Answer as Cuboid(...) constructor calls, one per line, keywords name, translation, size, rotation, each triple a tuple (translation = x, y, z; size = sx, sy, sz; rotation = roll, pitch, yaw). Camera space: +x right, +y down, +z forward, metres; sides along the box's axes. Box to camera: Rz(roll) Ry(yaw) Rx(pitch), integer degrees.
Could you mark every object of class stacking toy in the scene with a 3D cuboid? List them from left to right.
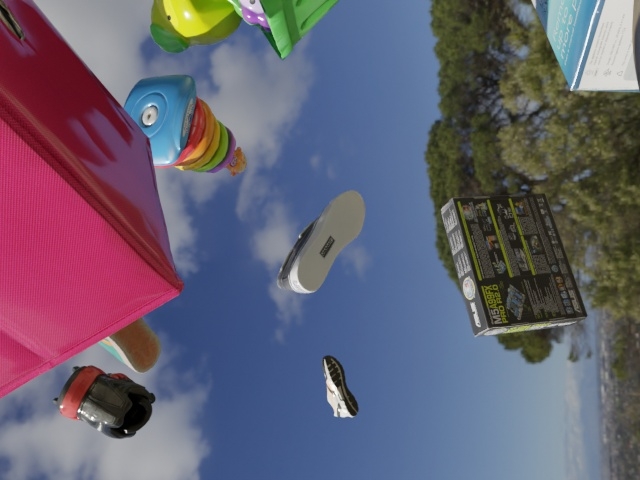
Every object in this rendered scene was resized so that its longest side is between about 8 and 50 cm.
Cuboid(name="stacking toy", translation=(-0.240, -0.195, 1.203), size=(0.302, 0.166, 0.175), rotation=(25, -106, -59))

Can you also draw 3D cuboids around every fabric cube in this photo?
Cuboid(name="fabric cube", translation=(-0.298, -0.050, 0.466), size=(0.258, 0.259, 0.254), rotation=(56, -176, -43))

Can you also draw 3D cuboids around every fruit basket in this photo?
Cuboid(name="fruit basket", translation=(-0.188, -0.507, 1.111), size=(0.283, 0.393, 0.391), rotation=(58, -148, -85))

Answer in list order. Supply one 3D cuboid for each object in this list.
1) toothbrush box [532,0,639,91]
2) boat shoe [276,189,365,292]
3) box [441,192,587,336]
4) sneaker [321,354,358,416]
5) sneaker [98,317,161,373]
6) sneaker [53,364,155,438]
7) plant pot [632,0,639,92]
Cuboid(name="toothbrush box", translation=(0.323, -0.322, 0.626), size=(0.295, 0.126, 0.216), rotation=(-81, -8, -46))
Cuboid(name="boat shoe", translation=(0.000, 0.000, 1.374), size=(0.108, 0.102, 0.301), rotation=(49, -124, -29))
Cuboid(name="box", translation=(0.373, 0.041, 1.159), size=(0.060, 0.217, 0.269), rotation=(118, 145, -63))
Cuboid(name="sneaker", translation=(0.022, 0.246, 0.989), size=(0.040, 0.044, 0.109), rotation=(-12, -102, -50))
Cuboid(name="sneaker", translation=(-0.423, 0.146, 1.180), size=(0.108, 0.121, 0.302), rotation=(-50, -34, -38))
Cuboid(name="sneaker", translation=(-0.353, 0.291, 1.044), size=(0.276, 0.135, 0.097), rotation=(95, -161, -72))
Cuboid(name="plant pot", translation=(0.309, -0.116, 0.356), size=(0.274, 0.257, 0.256), rotation=(-48, -47, -40))
